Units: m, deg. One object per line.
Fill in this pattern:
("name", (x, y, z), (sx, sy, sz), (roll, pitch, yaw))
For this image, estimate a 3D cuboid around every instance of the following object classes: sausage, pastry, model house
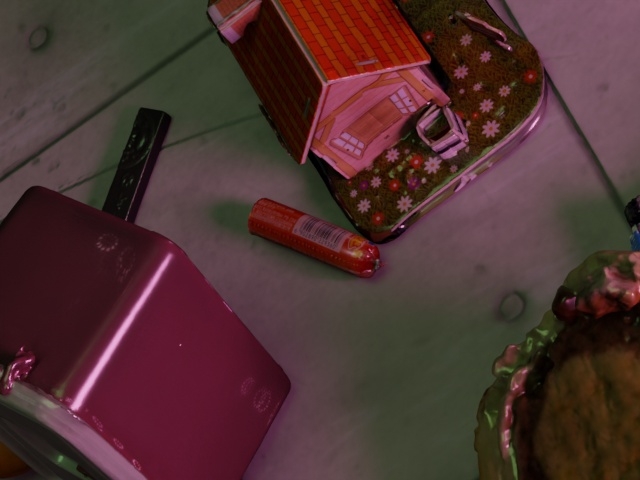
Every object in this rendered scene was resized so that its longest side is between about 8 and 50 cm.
("sausage", (0.000, 0.000, 1.551), (0.129, 0.034, 0.034), (21, 82, 33))
("pastry", (0.235, 0.147, 1.291), (0.237, 0.170, 0.256), (-53, 52, 39))
("model house", (0.025, -0.177, 1.537), (0.207, 0.154, 0.294), (-38, 57, 12))

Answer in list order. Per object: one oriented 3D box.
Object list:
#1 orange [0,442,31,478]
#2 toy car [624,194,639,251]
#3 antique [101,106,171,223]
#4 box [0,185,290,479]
("orange", (-0.269, 0.161, 1.602), (0.083, 0.083, 0.084), (-11, 66, 25))
("toy car", (0.306, -0.020, 1.370), (0.170, 0.070, 0.080), (-30, 59, 17))
("antique", (-0.176, -0.025, 1.666), (0.031, 0.015, 0.192), (11, 76, 32))
("box", (-0.157, 0.100, 1.454), (0.193, 0.294, 0.167), (23, 72, 33))
